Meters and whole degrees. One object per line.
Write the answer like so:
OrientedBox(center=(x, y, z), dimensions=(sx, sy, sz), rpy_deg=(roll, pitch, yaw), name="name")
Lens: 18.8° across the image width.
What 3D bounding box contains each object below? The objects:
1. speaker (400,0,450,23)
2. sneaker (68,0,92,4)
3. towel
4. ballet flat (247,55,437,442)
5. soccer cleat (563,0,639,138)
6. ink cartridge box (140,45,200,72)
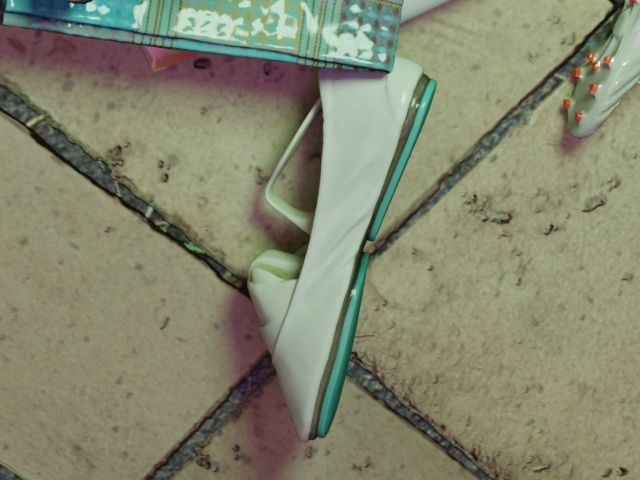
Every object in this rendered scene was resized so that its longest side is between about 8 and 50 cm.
OrientedBox(center=(0.118, -0.252, 1.813), dimensions=(0.136, 0.055, 0.055), rpy_deg=(-24, 117, 3), name="speaker")
OrientedBox(center=(-0.205, -0.347, 1.617), dimensions=(0.129, 0.111, 0.297), rpy_deg=(6, 106, -3), name="sneaker")
OrientedBox(center=(-0.092, -0.301, 1.724), dimensions=(0.370, 0.040, 0.271), rpy_deg=(7, 99, -12), name="towel")
OrientedBox(center=(0.000, 0.000, 1.890), dimensions=(0.139, 0.139, 0.400), rpy_deg=(11, 109, -15), name="ballet flat")
OrientedBox(center=(0.304, -0.180, 1.876), dimensions=(0.076, 0.068, 0.196), rpy_deg=(19, 108, -21), name="soccer cleat")
OrientedBox(center=(-0.122, -0.261, 1.773), dimensions=(0.145, 0.045, 0.179), rpy_deg=(-23, 120, 1), name="ink cartridge box")
